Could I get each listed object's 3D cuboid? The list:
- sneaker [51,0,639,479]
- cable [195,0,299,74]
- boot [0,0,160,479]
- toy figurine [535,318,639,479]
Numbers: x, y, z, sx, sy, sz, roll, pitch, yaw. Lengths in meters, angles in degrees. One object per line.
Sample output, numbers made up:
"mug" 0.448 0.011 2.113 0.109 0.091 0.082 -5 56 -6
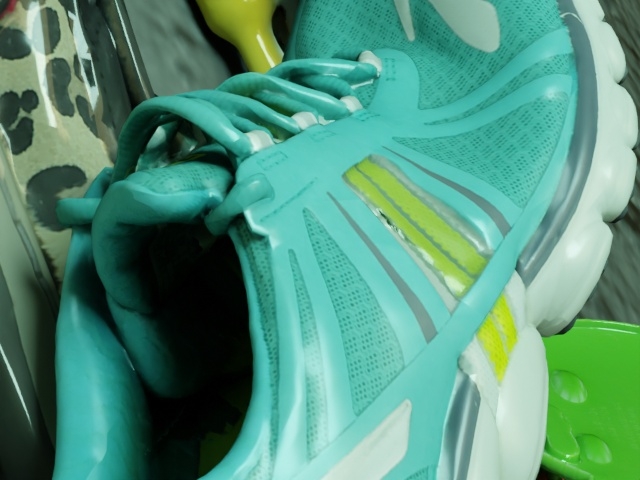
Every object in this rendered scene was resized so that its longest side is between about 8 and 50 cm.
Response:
"sneaker" 0.000 0.000 0.436 0.110 0.107 0.275 43 40 -27
"cable" 0.013 -0.042 0.826 0.139 0.072 0.287 4 67 -39
"boot" -0.064 -0.031 0.573 0.284 0.138 0.377 1 68 -61
"toy figurine" 0.110 0.139 0.718 0.173 0.130 0.159 -103 -160 -64
